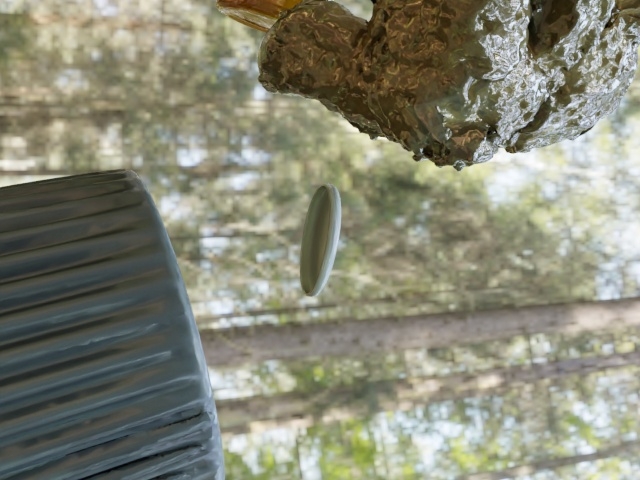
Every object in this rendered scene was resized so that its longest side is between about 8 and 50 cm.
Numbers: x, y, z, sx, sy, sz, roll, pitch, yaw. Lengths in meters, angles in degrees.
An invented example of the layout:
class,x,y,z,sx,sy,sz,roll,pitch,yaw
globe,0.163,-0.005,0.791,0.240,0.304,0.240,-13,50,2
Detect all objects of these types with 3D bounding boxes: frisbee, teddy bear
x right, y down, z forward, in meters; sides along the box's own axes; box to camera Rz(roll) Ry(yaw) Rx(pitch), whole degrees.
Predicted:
class,x,y,z,sx,sy,sz,roll,pitch,yaw
frisbee,0.000,0.000,1.238,0.110,0.014,0.110,-171,-90,-77
teddy bear,0.125,-0.134,0.931,0.267,0.256,0.156,-23,-95,42

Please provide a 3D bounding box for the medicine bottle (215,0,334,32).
class,x,y,z,sx,sy,sz,roll,pitch,yaw
medicine bottle,-0.016,-0.269,1.088,0.096,0.096,0.191,18,-91,55

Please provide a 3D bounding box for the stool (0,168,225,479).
class,x,y,z,sx,sy,sz,roll,pitch,yaw
stool,-0.256,0.109,0.901,0.297,0.330,0.297,166,-90,-76
